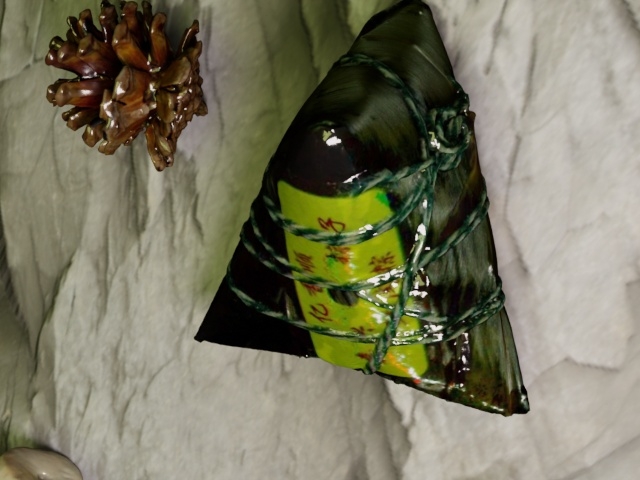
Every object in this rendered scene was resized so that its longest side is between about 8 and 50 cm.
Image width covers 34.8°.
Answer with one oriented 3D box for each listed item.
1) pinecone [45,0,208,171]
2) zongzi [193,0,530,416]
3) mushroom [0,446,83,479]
[{"bbox_3d":[-0.211,-0.175,1.114,0.195,0.150,0.179,32,116,22],"label":"pinecone"},{"bbox_3d":[0.000,0.000,1.002,0.362,0.319,0.383,-3,114,25],"label":"zongzi"},{"bbox_3d":[-0.471,0.427,1.233,0.353,0.325,0.353,-11,75,49],"label":"mushroom"}]
